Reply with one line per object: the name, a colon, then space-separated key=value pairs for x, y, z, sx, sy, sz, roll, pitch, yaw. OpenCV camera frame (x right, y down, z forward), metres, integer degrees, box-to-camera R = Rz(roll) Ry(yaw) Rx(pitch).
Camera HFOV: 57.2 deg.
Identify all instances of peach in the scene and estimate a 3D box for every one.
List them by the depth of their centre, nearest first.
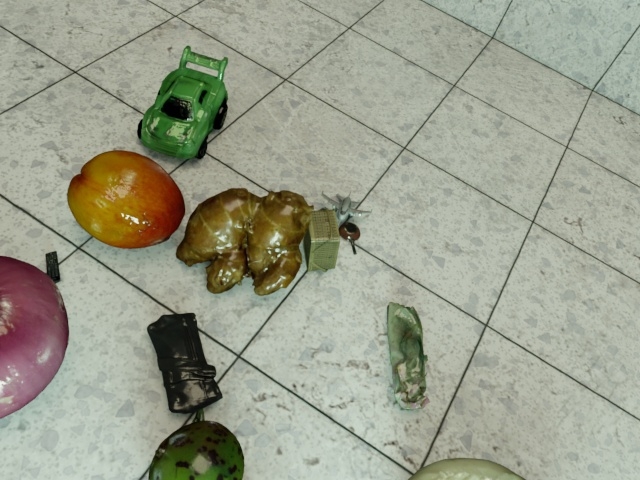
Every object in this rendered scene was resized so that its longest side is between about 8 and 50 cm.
peach: x=-0.481 y=-0.095 z=1.472 sx=0.280 sy=0.238 sz=0.281 roll=34 pitch=9 yaw=-6

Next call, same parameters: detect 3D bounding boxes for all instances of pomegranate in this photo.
pomegranate: x=-0.221 y=0.472 z=1.151 sx=0.248 sy=0.202 sz=0.202 roll=44 pitch=46 yaw=-20

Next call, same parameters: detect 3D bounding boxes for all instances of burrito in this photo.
burrito: x=0.220 y=0.286 z=1.495 sx=0.096 sy=0.066 sz=0.309 roll=7 pitch=48 yaw=-8

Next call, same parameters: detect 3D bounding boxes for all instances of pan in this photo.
pan: x=0.093 y=-0.011 z=1.720 sx=0.068 sy=0.023 sz=0.115 roll=-1 pitch=53 yaw=-19

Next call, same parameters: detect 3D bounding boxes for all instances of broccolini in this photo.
broccolini: x=-0.272 y=0.378 z=1.303 sx=0.035 sy=0.030 sz=0.140 roll=-17 pitch=45 yaw=16

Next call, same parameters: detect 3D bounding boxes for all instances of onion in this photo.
onion: x=-0.700 y=0.170 z=1.162 sx=0.358 sy=0.345 sz=0.358 roll=-12 pitch=27 yaw=6

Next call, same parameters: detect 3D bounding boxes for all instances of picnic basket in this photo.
picnic basket: x=0.000 y=0.000 z=1.595 sx=0.079 sy=0.164 sz=0.115 roll=-4 pitch=54 yaw=-8

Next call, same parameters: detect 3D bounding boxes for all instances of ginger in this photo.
ginger: x=-0.199 y=0.001 z=1.512 sx=0.357 sy=0.152 sz=0.275 roll=3 pitch=92 yaw=2

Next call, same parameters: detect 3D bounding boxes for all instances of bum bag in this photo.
bum bag: x=-0.312 y=0.274 z=1.338 sx=0.123 sy=0.060 sz=0.248 roll=-13 pitch=51 yaw=-20

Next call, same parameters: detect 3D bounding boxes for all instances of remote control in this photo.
remote control: x=-0.654 y=0.067 z=1.436 sx=0.034 sy=0.016 sz=0.091 roll=-17 pitch=58 yaw=-9

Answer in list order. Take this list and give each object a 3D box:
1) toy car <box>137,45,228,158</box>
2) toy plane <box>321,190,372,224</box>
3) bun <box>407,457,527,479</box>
toy car: x=-0.407 y=-0.413 z=1.790 sx=0.213 sy=0.176 sz=0.359 roll=19 pitch=50 yaw=-1
toy plane: x=0.072 y=-0.096 z=1.748 sx=0.162 sy=0.066 sz=0.171 roll=21 pitch=33 yaw=1
bun: x=0.316 y=0.619 z=1.172 sx=0.359 sy=0.211 sz=0.360 roll=4 pitch=44 yaw=-3
